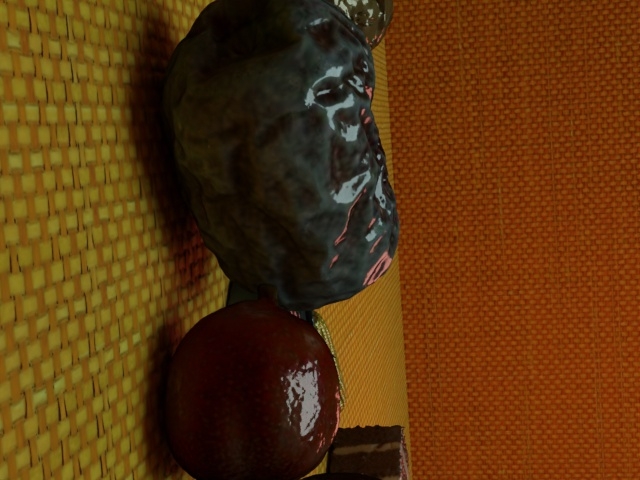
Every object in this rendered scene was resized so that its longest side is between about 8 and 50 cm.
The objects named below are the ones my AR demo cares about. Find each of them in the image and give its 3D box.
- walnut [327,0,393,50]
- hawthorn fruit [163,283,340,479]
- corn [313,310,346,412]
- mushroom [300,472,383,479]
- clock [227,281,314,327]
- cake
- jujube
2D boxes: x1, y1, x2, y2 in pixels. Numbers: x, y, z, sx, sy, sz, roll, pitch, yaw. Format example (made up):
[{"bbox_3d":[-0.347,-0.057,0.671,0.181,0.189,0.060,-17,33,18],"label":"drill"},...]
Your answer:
[{"bbox_3d":[-0.003,-0.336,1.318,0.198,0.198,0.245,-74,142,-62],"label":"walnut"},{"bbox_3d":[-0.065,0.133,0.922,0.169,0.169,0.188,56,28,-71],"label":"hawthorn fruit"},{"bbox_3d":[-0.005,0.183,1.487,0.072,0.072,0.203,-82,164,-49],"label":"corn"},{"bbox_3d":[-0.001,0.408,1.115,0.334,0.356,0.331,-26,122,-38],"label":"mushroom"},{"bbox_3d":[-0.056,0.141,1.243,0.280,0.055,0.281,-4,90,-80],"label":"clock"},{"bbox_3d":[0.087,0.407,1.746,0.135,0.135,0.147,75,10,-47],"label":"cake"},{"bbox_3d":[-0.034,-0.080,0.973,0.226,0.226,0.317,-83,161,-46],"label":"jujube"}]
